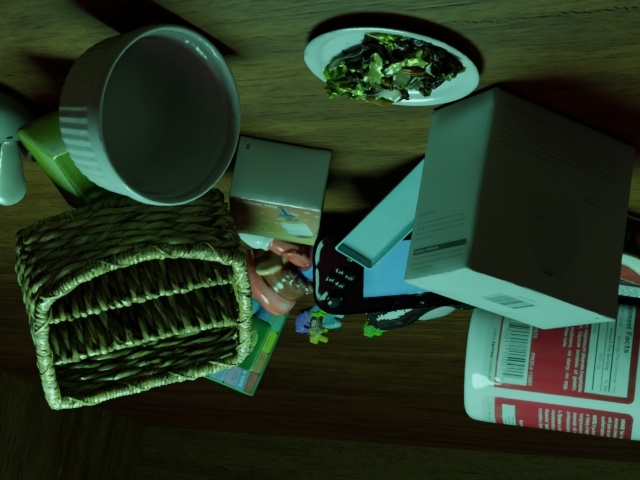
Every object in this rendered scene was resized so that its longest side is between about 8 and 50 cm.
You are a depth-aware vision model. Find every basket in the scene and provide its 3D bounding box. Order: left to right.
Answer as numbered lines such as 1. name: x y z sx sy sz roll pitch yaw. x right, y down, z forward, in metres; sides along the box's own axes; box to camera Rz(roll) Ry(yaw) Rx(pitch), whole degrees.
1. basket: -0.244 0.074 1.825 0.299 0.223 0.213 -11 162 -17

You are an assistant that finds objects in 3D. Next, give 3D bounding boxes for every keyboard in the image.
1. keyboard: 0.501 0.081 2.203 0.256 0.014 0.072 9 163 3

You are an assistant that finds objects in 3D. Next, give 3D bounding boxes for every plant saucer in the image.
1. plant saucer: -0.268 -0.113 1.749 0.188 0.045 0.188 -24 146 1
2. plant saucer: 0.104 -0.038 1.854 0.067 0.018 0.192 31 121 -24

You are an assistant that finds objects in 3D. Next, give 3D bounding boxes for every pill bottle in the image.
1. pill bottle: 0.460 0.215 2.293 0.408 0.229 0.229 6 163 13

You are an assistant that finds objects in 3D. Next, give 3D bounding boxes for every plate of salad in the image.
1. plate of salad: 0.078 -0.185 1.522 0.200 0.048 0.200 10 163 3

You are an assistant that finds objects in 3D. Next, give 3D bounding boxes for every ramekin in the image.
1. ramekin: -0.204 -0.145 1.563 0.109 0.207 0.207 6 165 44

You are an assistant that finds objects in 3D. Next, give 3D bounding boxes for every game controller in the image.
1. game controller: 0.146 0.029 1.953 0.319 0.067 0.166 -5 137 -6

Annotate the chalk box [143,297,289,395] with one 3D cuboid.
1. chalk box: -0.189 0.153 2.410 0.289 0.180 0.179 21 174 41

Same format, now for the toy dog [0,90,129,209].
1. toy dog: -0.370 -0.081 1.919 0.334 0.160 0.220 18 161 -25

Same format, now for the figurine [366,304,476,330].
1. figurine: 0.212 0.084 2.185 0.210 0.092 0.215 -7 180 33

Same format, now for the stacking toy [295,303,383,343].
1. stacking toy: 0.001 0.152 2.664 0.167 0.052 0.221 22 158 -39

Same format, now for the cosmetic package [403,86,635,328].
1. cosmetic package: 0.241 -0.032 1.622 0.224 0.224 0.138 19 163 -28

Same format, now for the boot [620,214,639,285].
1. boot: 0.432 0.028 1.956 0.244 0.088 0.176 23 161 -14

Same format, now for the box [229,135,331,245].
1. box: -0.058 -0.067 1.907 0.130 0.091 0.170 10 163 1

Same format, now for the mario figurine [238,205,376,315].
1. mario figurine: 0.000 0.000 2.115 0.321 0.170 0.198 -13 117 30
